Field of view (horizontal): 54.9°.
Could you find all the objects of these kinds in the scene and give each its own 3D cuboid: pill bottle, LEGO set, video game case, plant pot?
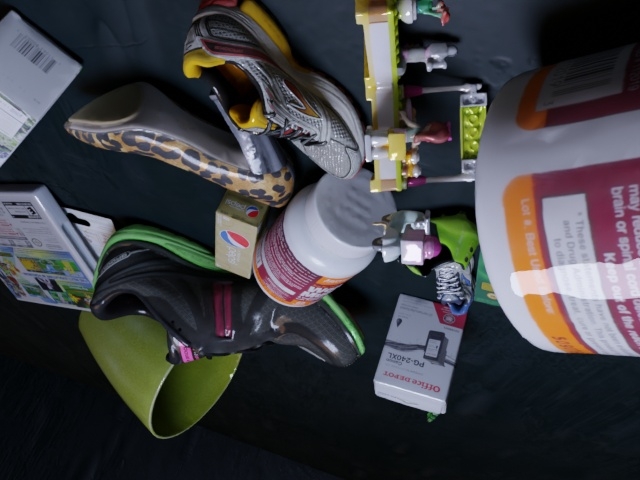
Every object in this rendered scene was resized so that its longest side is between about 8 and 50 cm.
[{"bbox_3d":[0.000,0.000,0.766,0.121,0.121,0.221,27,152,-11],"label":"pill bottle"},{"bbox_3d":[0.318,-0.036,0.367,0.392,0.224,0.224,-5,143,41],"label":"pill bottle"},{"bbox_3d":[0.088,-0.125,0.504,0.107,0.132,0.287,-2,125,8],"label":"LEGO set"},{"bbox_3d":[-0.572,0.017,1.211,0.329,0.036,0.300,3,131,31],"label":"video game case"},{"bbox_3d":[-0.359,0.215,1.304,0.293,0.275,0.275,29,157,23],"label":"plant pot"}]

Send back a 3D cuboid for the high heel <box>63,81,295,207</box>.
[{"bbox_3d":[-0.165,-0.096,0.734,0.261,0.093,0.186,-2,140,23],"label":"high heel"}]

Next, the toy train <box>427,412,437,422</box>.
[{"bbox_3d":[0.257,0.399,1.411,0.017,0.024,0.083,17,152,7],"label":"toy train"}]

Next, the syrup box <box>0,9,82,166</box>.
[{"bbox_3d":[-0.393,-0.172,0.760,0.093,0.096,0.237,39,150,-25],"label":"syrup box"}]

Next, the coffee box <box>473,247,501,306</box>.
[{"bbox_3d":[0.245,0.029,0.732,0.113,0.040,0.184,12,151,18],"label":"coffee box"}]

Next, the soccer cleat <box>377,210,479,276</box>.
[{"bbox_3d":[0.109,0.007,0.750,0.179,0.072,0.060,-5,143,48],"label":"soccer cleat"}]

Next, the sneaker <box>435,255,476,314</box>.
[{"bbox_3d":[0.176,0.054,0.808,0.052,0.058,0.135,2,146,32],"label":"sneaker"}]

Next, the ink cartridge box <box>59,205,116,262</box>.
[{"bbox_3d":[-0.434,0.012,1.193,0.189,0.066,0.232,13,132,16],"label":"ink cartridge box"}]

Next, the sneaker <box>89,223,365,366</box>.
[{"bbox_3d":[-0.160,0.131,1.027,0.482,0.202,0.185,15,153,13],"label":"sneaker"}]

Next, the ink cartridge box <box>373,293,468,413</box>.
[{"bbox_3d":[0.153,0.170,0.932,0.109,0.150,0.063,13,152,15],"label":"ink cartridge box"}]

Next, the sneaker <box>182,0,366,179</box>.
[{"bbox_3d":[-0.044,-0.127,0.599,0.225,0.093,0.088,38,148,-30],"label":"sneaker"}]

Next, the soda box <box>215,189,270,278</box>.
[{"bbox_3d":[-0.115,-0.011,0.896,0.061,0.058,0.181,21,152,0],"label":"soda box"}]
